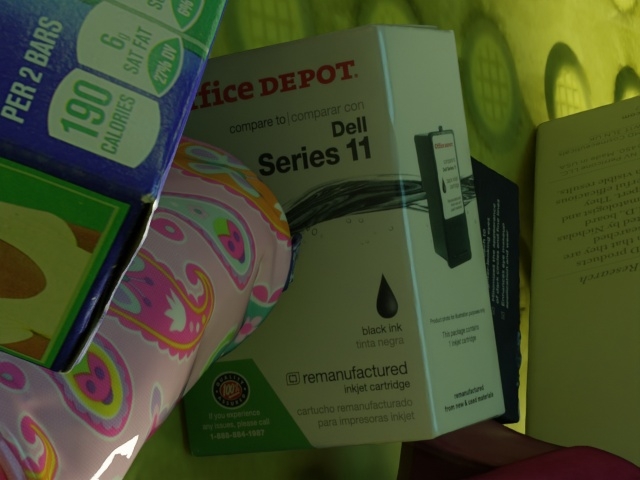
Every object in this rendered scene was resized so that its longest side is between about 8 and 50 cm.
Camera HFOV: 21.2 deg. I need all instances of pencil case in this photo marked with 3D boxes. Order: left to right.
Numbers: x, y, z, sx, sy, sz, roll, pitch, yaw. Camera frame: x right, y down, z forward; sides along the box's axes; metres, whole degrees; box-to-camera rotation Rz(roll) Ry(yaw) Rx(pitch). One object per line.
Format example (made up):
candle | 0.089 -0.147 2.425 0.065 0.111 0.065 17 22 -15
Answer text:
pencil case | -0.104 0.046 0.702 0.284 0.124 0.124 -49 125 -64

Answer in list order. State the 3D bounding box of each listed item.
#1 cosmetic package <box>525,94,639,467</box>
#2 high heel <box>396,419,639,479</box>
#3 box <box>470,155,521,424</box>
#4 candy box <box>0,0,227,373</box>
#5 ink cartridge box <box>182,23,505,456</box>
cosmetic package | 0.258 0.106 1.225 0.453 0.161 0.230 -79 147 -51
high heel | 0.043 0.193 0.828 0.377 0.181 0.127 -31 133 -42
box | 0.049 0.025 1.030 0.158 0.093 0.156 26 61 -57
candy box | -0.170 -0.145 0.487 0.317 0.122 0.268 20 56 -8
ink cartridge box | 0.000 0.000 0.892 0.087 0.153 0.208 -6 88 -59
